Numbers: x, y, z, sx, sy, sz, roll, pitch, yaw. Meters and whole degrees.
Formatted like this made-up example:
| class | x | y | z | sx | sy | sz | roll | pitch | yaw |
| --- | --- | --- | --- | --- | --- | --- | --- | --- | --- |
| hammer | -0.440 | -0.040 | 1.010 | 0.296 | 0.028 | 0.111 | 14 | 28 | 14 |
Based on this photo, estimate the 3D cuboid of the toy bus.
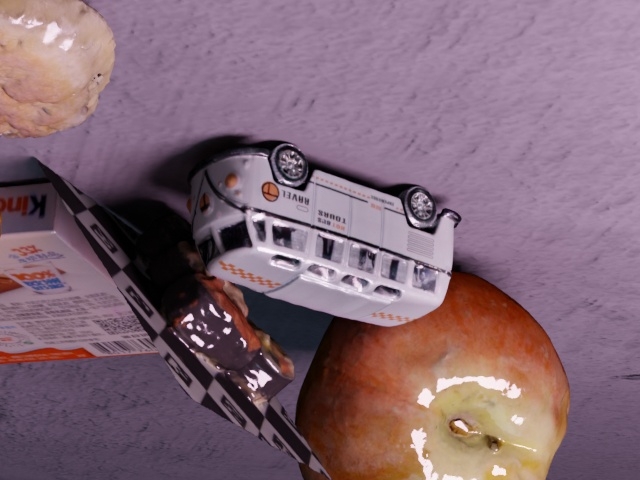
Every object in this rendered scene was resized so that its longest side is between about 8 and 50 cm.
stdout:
| class | x | y | z | sx | sy | sz | roll | pitch | yaw |
| --- | --- | --- | --- | --- | --- | --- | --- | --- | --- |
| toy bus | 0.000 | 0.000 | 1.138 | 0.194 | 0.089 | 0.087 | 18 | 153 | -33 |

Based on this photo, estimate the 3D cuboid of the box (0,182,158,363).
| class | x | y | z | sx | sy | sz | roll | pitch | yaw |
| --- | --- | --- | --- | --- | --- | --- | --- | --- | --- |
| box | -0.271 | 0.035 | 1.297 | 0.273 | 0.048 | 0.265 | -4 | 158 | 15 |

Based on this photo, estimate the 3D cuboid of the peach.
| class | x | y | z | sx | sy | sz | roll | pitch | yaw |
| --- | --- | --- | --- | --- | --- | --- | --- | --- | --- |
| peach | 0.074 | 0.129 | 1.298 | 0.214 | 0.214 | 0.235 | 8 | 177 | -16 |

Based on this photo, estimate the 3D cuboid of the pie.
| class | x | y | z | sx | sy | sz | roll | pitch | yaw |
| --- | --- | --- | --- | --- | --- | --- | --- | --- | --- |
| pie | -0.224 | -0.109 | 0.923 | 0.218 | 0.052 | 0.185 | 3 | 161 | 3 |

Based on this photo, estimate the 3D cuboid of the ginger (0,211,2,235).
| class | x | y | z | sx | sy | sz | roll | pitch | yaw |
| --- | --- | --- | --- | --- | --- | --- | --- | --- | --- |
| ginger | -0.330 | 0.018 | 0.978 | 0.254 | 0.176 | 0.418 | 5 | 172 | -30 |

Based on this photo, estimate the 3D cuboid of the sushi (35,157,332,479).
| class | x | y | z | sx | sy | sz | roll | pitch | yaw |
| --- | --- | --- | --- | --- | --- | --- | --- | --- | --- |
| sushi | -0.074 | 0.045 | 1.164 | 0.047 | 0.219 | 0.231 | -40 | 149 | 6 |
